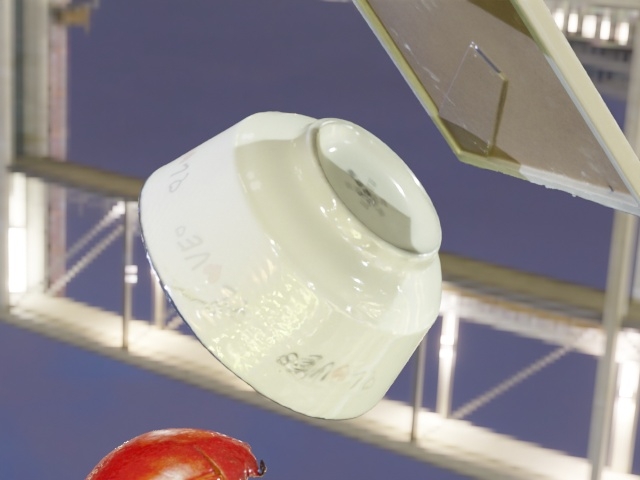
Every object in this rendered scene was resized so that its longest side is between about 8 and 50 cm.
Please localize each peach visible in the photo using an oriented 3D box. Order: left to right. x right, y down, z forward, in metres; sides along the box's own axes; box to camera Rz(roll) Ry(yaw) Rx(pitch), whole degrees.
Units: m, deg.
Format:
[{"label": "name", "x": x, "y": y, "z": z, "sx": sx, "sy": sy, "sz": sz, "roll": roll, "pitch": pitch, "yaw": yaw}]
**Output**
[{"label": "peach", "x": -0.135, "y": 0.280, "z": 1.402, "sx": 0.196, "sy": 0.190, "sz": 0.226, "roll": 7, "pitch": -153, "yaw": 45}]

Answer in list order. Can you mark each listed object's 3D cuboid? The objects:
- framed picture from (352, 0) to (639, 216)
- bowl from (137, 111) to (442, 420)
[{"label": "framed picture", "x": 0.098, "y": -0.104, "z": 0.908, "sx": 0.016, "sy": 0.184, "sz": 0.250, "roll": -40, "pitch": -159, "yaw": -9}, {"label": "bowl", "x": 0.000, "y": 0.000, "z": 1.054, "sx": 0.237, "sy": 0.126, "sz": 0.238, "roll": 35, "pitch": -149, "yaw": -24}]
